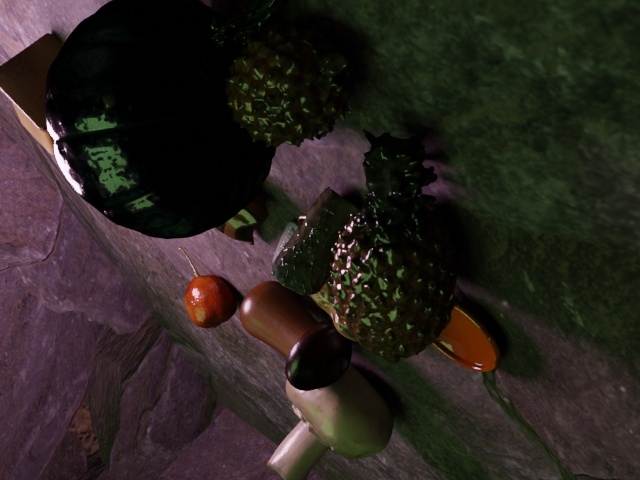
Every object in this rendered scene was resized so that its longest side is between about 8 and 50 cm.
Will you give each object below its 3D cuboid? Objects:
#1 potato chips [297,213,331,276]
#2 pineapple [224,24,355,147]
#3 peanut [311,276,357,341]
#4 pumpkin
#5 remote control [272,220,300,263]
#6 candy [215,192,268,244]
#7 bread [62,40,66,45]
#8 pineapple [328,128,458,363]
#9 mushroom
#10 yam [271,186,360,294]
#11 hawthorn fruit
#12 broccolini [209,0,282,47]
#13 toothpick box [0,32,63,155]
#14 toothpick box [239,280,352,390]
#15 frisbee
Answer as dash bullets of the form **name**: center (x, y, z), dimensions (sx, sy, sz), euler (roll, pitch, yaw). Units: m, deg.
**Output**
- **potato chips**: center (0.043, 0.020, 1.343), dimensions (0.201, 0.049, 0.150), euler (36, 150, 28)
- **pineapple**: center (-0.030, -0.208, 0.944), dimensions (0.193, 0.166, 0.166), euler (-13, 119, 50)
- **peanut**: center (0.053, 0.143, 1.483), dimensions (0.194, 0.093, 0.083), euler (40, 171, 9)
- **pumpkin**: center (-0.228, -0.186, 1.069), dimensions (0.266, 0.363, 0.363), euler (-8, 127, 34)
- **remote control**: center (-0.057, 0.029, 1.546), dimensions (0.073, 0.044, 0.229), euler (47, 150, 13)
- **candy**: center (-0.191, -0.058, 1.564), dimensions (0.143, 0.101, 0.271), euler (40, 164, -1)
- **bread**: center (-0.428, -0.320, 1.464), dimensions (0.268, 0.145, 0.268), euler (37, 152, 23)
- **pineapple**: center (0.104, 0.001, 1.031), dimensions (0.202, 0.202, 0.362), euler (31, 146, 32)
- **mushroom**: center (0.009, 0.483, 1.824), dimensions (0.314, 0.336, 0.314), euler (37, 170, 8)
- **yam**: center (0.000, 0.000, 1.238), dimensions (0.107, 0.183, 0.107), euler (31, -167, -8)
- **hawthorn fruit**: center (-0.364, 0.131, 2.191), dimensions (0.285, 0.165, 0.165), euler (67, 160, 10)
- **broccolini**: center (-0.072, -0.311, 0.874), dimensions (0.062, 0.123, 0.271), euler (38, 159, -11)
- **toothpick box**: center (-0.692, -0.354, 1.830), dimensions (0.190, 0.187, 0.308), euler (45, 162, -2)
- **toothpick box**: center (-0.058, 0.227, 1.710), dimensions (0.294, 0.192, 0.192), euler (37, 157, 34)
- **frisbee**: center (0.239, 0.154, 1.244), dimensions (0.192, 0.035, 0.192), euler (36, 155, 20)
